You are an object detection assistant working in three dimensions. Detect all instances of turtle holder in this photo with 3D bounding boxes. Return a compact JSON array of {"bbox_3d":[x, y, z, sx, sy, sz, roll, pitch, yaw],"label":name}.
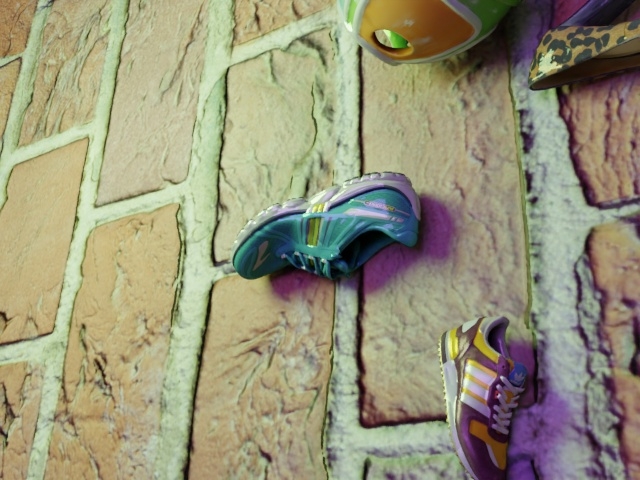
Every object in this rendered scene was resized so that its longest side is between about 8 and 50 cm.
[{"bbox_3d":[0.123,-0.379,1.103,0.227,0.243,0.320,-44,56,30],"label":"turtle holder"}]

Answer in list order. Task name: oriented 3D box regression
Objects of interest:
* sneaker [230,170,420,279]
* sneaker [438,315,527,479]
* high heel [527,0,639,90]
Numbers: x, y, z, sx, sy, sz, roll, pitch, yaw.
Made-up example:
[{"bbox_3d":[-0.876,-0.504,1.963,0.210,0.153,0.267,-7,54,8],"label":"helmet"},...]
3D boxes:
[{"bbox_3d":[0.000,0.000,1.079,0.275,0.107,0.110,-21,65,25],"label":"sneaker"},{"bbox_3d":[0.180,0.166,0.881,0.083,0.069,0.186,-27,54,28],"label":"sneaker"},{"bbox_3d":[0.359,-0.190,0.937,0.186,0.093,0.261,-45,44,12],"label":"high heel"}]
